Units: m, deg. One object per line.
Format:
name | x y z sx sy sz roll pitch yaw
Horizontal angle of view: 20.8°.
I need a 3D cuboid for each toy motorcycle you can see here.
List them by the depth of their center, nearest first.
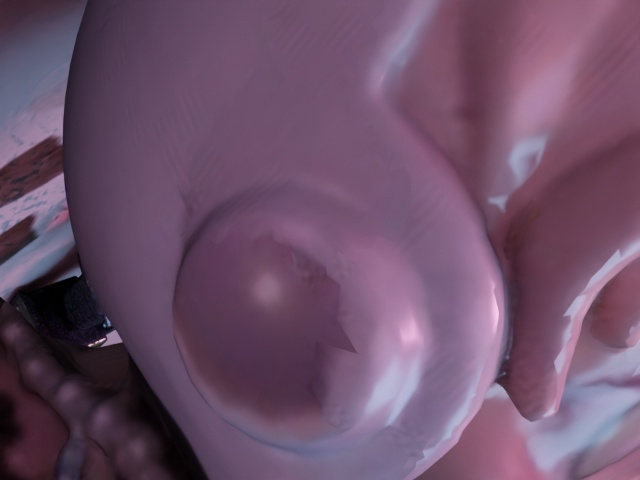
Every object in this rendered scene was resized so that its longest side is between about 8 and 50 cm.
toy motorcycle | -0.080 0.011 0.799 0.100 0.058 0.173 -22 170 -32

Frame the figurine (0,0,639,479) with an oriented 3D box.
figurine | -0.001 0.002 0.448 0.361 0.211 0.253 -33 -175 10
